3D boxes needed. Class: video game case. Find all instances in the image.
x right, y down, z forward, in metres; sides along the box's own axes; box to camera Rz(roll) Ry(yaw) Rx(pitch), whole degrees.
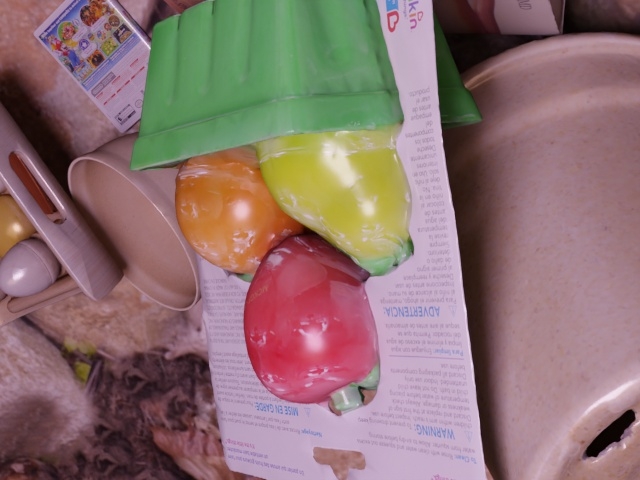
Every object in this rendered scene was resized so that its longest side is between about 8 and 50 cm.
[{"bbox_3d":[-0.192,-0.167,1.075,0.087,0.011,0.122,-35,101,31],"label":"video game case"}]

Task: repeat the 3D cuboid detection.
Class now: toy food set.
[{"bbox_3d":[-0.333,-0.009,1.118,0.306,0.092,0.220,-19,109,49],"label":"toy food set"}]

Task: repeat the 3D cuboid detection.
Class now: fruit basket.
[{"bbox_3d":[0.000,0.000,0.817,0.327,0.165,0.353,-7,97,57],"label":"fruit basket"}]

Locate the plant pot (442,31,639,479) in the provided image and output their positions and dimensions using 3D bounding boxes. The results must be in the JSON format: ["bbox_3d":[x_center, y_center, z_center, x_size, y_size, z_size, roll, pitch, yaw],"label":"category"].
[{"bbox_3d":[0.211,0.068,0.818,0.333,0.305,0.334,-3,122,-5],"label":"plant pot"}]

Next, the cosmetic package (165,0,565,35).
[{"bbox_3d":[0.027,-0.231,0.858,0.296,0.153,0.129,4,80,19],"label":"cosmetic package"}]

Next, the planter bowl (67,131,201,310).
[{"bbox_3d":[-0.128,-0.034,1.048,0.162,0.109,0.162,33,147,26],"label":"planter bowl"}]

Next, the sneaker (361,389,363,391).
[{"bbox_3d":[0.011,-0.021,1.016,0.127,0.126,0.321,12,109,8],"label":"sneaker"}]
